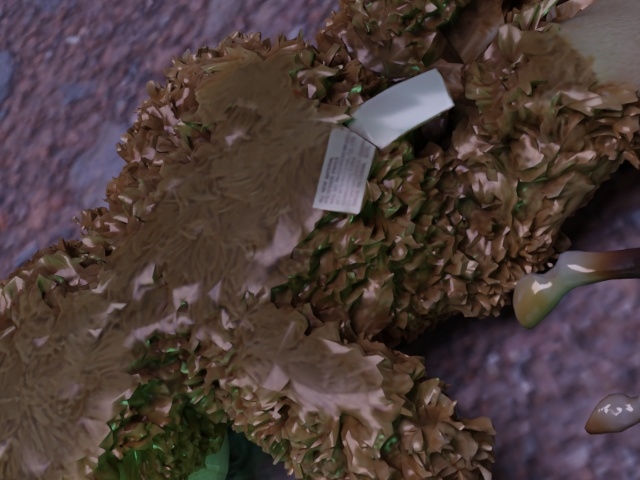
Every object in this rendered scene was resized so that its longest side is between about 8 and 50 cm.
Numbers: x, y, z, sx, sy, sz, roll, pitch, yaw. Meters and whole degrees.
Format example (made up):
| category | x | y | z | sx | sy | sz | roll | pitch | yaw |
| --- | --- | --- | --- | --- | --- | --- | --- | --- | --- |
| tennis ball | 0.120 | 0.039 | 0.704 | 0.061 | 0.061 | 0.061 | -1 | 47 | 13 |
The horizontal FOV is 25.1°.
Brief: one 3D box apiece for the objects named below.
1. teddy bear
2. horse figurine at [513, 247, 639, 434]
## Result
| category | x | y | z | sx | sy | sz | roll | pitch | yaw |
| --- | --- | --- | --- | --- | --- | --- | --- | --- | --- |
| teddy bear | 0.000 | 0.000 | 0.553 | 0.245 | 0.113 | 0.338 | 30 | 78 | 31 |
| horse figurine | 0.154 | 0.071 | 0.398 | 0.174 | 0.066 | 0.263 | -17 | 75 | 31 |
